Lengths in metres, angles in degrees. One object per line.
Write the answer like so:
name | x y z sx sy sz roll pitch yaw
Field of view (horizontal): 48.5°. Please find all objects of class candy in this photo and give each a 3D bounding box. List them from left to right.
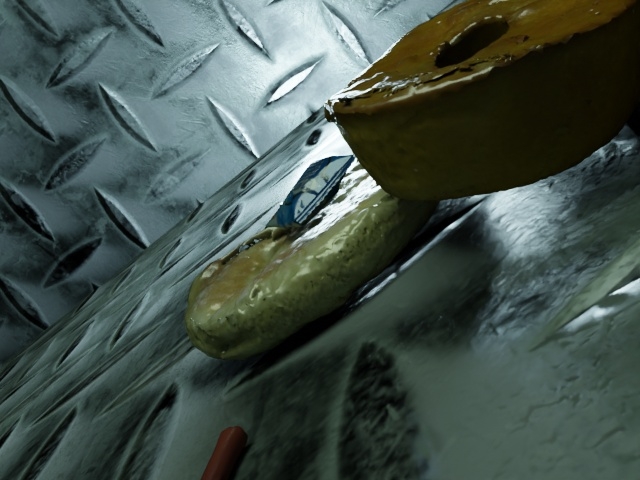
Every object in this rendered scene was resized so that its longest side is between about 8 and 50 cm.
candy | -0.012 -0.046 0.704 0.088 0.038 0.136 -54 14 -11

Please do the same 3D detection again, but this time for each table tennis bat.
table tennis bat | -0.082 0.185 0.471 0.098 0.019 0.155 -32 18 29

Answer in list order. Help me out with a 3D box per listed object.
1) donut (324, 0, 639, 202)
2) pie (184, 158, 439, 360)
donut | 0.137 -0.126 0.587 0.277 0.109 0.278 -20 22 9
pie | 0.000 0.000 0.744 0.337 0.075 0.337 -32 17 11
